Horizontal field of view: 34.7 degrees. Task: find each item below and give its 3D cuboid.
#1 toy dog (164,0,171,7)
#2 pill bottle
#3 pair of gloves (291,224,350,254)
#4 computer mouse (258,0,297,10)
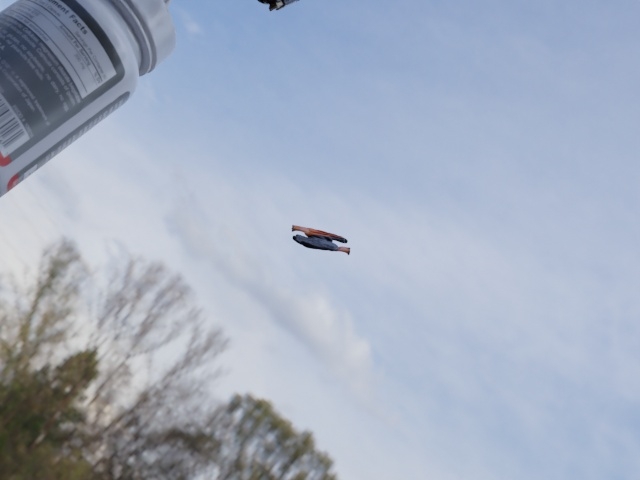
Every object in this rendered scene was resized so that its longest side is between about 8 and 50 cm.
[{"bbox_3d":[-0.324,-0.524,1.623,0.395,0.284,0.408,95,-17,-63],"label":"toy dog"},{"bbox_3d":[-0.309,-0.188,1.144,0.161,0.283,0.161,34,-29,22],"label":"pill bottle"},{"bbox_3d":[0.000,0.000,1.277,0.074,0.010,0.083,13,14,-6],"label":"pair of gloves"},{"bbox_3d":[-0.020,-0.351,1.144,0.042,0.106,0.193,37,-47,21],"label":"computer mouse"}]
